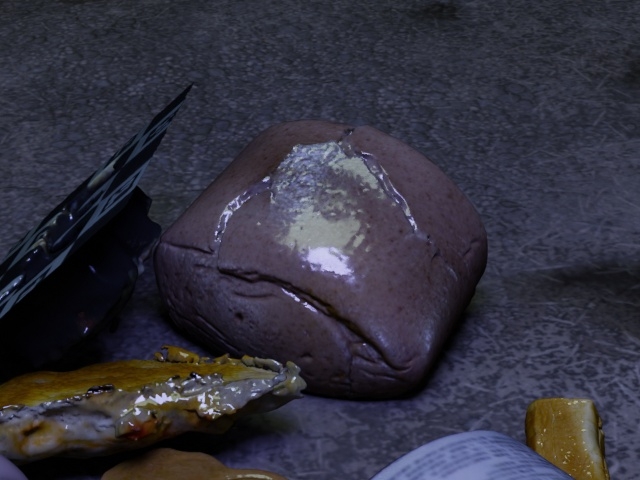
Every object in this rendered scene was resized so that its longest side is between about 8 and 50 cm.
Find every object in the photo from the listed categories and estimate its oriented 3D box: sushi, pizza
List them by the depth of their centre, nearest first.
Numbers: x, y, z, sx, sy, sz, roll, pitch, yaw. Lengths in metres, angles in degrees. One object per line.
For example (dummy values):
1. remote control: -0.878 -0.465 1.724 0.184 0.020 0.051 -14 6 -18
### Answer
1. pizza: -0.164 0.145 1.465 0.297 0.071 0.189 -11 7 -11
2. sushi: -0.218 0.026 1.593 0.296 0.100 0.373 -40 13 19

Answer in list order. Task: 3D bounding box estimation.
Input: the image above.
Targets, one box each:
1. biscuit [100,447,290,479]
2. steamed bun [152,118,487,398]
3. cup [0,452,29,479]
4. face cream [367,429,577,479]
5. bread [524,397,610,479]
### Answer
1. biscuit: -0.074 0.252 1.333 0.186 0.044 0.295 -25 38 -37
2. steamed bun: 0.000 0.000 1.596 0.301 0.199 0.251 15 36 27
3. cup: -0.352 0.239 1.258 0.200 0.191 0.253 26 70 33
4. face cream: 0.129 0.276 1.082 0.249 0.249 0.225 -20 36 -28
5. bread: 0.211 0.188 1.416 0.074 0.053 0.132 -4 31 4
